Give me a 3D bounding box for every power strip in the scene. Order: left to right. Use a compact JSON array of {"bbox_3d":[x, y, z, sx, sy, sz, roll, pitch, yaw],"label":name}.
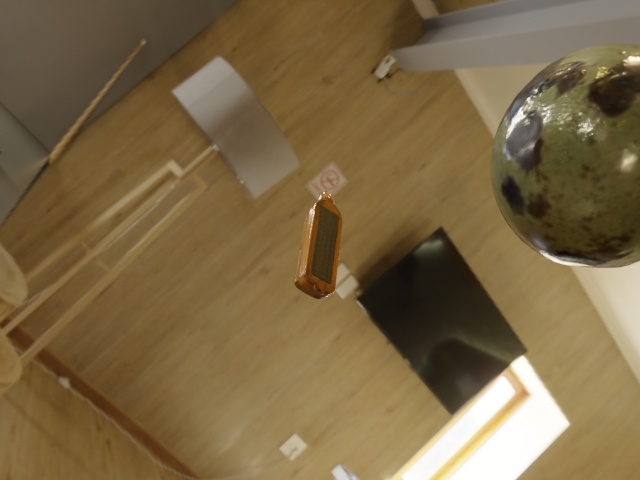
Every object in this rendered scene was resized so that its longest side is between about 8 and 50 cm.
[{"bbox_3d":[0.000,0.000,0.801,0.049,0.028,0.178,31,45,-25],"label":"power strip"}]

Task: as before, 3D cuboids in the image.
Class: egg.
[{"bbox_3d":[0.472,-0.149,1.025,0.344,0.428,0.345,26,-34,19],"label":"egg"}]
